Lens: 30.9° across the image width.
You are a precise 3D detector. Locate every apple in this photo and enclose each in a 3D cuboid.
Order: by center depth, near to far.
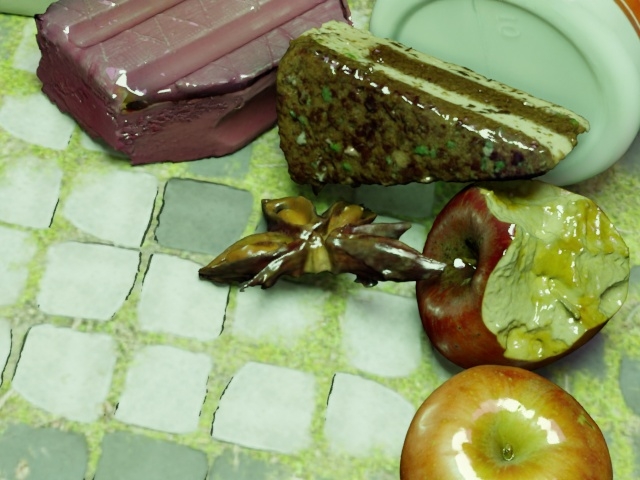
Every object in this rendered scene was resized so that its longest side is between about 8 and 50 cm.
[{"bbox_3d":[0.138,0.177,0.859,0.163,0.139,0.163,-3,57,4],"label":"apple"},{"bbox_3d":[0.164,0.033,0.950,0.158,0.147,0.156,12,57,-29],"label":"apple"}]

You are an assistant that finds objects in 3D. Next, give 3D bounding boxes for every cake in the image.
[{"bbox_3d":[0.081,-0.121,0.946,0.246,0.135,0.112,-1,28,35],"label":"cake"}]

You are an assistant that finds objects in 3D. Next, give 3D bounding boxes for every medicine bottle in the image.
[{"bbox_3d":[0.202,-0.211,1.046,0.253,0.252,0.241,29,58,9],"label":"medicine bottle"}]

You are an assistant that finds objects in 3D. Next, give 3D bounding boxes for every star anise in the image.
[{"bbox_3d":[-0.001,-0.004,0.978,0.213,0.053,0.157,-9,29,10],"label":"star anise"}]

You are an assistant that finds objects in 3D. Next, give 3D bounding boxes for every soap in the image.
[{"bbox_3d":[-0.094,-0.185,1.062,0.289,0.112,0.182,-36,70,-27],"label":"soap"}]

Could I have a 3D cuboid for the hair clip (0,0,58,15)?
[{"bbox_3d":[-0.203,-0.298,1.100,0.282,0.172,0.113,-24,55,-36],"label":"hair clip"}]
